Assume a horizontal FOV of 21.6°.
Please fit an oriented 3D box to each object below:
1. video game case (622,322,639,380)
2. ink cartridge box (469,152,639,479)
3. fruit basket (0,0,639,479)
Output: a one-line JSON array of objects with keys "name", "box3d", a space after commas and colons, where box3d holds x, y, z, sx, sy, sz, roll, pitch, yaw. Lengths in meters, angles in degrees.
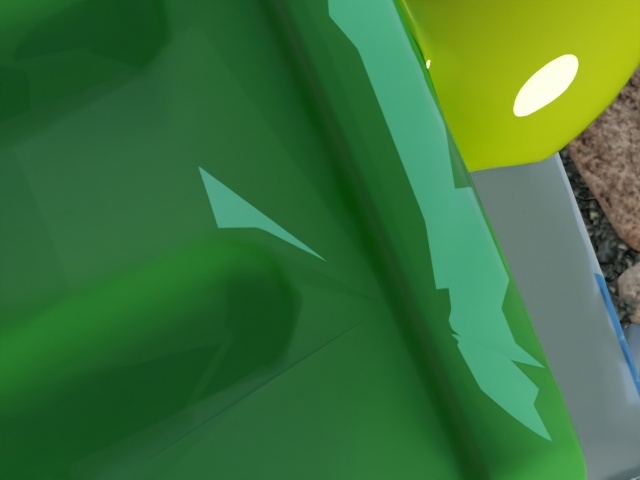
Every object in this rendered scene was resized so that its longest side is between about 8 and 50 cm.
[{"name": "video game case", "box3d": [0.091, 0.193, 0.858, 0.025, 0.204, 0.285, 32, 41, -5]}, {"name": "ink cartridge box", "box3d": [0.024, 0.064, 0.810, 0.232, 0.168, 0.171, 135, -64, -73]}, {"name": "fruit basket", "box3d": [-0.045, -0.071, 0.524, 0.392, 0.283, 0.392, 13, 69, -38]}]
